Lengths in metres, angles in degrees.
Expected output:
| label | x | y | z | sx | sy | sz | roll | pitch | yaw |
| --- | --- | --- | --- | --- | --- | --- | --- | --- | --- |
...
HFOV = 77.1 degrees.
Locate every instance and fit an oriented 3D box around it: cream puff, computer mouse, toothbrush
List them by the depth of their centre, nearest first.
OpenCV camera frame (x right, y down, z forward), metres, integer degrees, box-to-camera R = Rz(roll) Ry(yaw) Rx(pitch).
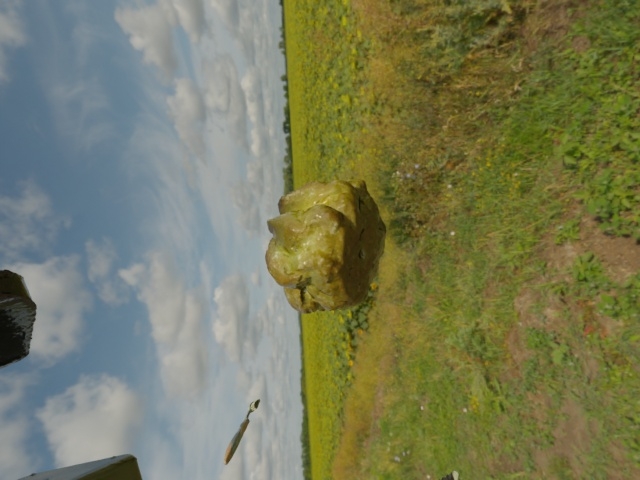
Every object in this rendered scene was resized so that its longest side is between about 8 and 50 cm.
| label | x | y | z | sx | sy | sz | roll | pitch | yaw |
| --- | --- | --- | --- | --- | --- | --- | --- | --- | --- |
| cream puff | 0.012 | 0.007 | 0.685 | 0.244 | 0.196 | 0.245 | -14 | -90 | -75 |
| computer mouse | -0.604 | 0.143 | 0.696 | 0.087 | 0.168 | 0.295 | 50 | 130 | 21 |
| toothbrush | -0.259 | 0.624 | 1.332 | 0.028 | 0.037 | 0.375 | 56 | -173 | -1 |

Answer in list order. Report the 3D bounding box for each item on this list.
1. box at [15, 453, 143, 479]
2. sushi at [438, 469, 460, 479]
| label | x | y | z | sx | sy | sz | roll | pitch | yaw |
| --- | --- | --- | --- | --- | --- | --- | --- | --- | --- |
| box | -0.324 | 0.352 | 0.421 | 0.290 | 0.220 | 0.166 | 62 | -165 | -74 |
| sushi | 0.173 | 0.493 | 0.612 | 0.210 | 0.192 | 0.040 | 64 | 179 | 16 |
